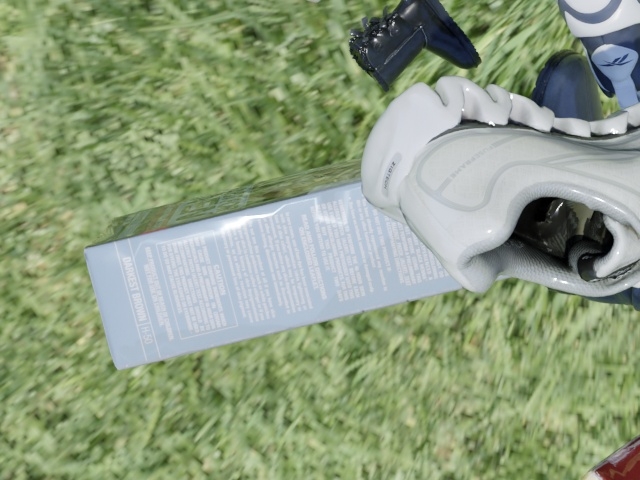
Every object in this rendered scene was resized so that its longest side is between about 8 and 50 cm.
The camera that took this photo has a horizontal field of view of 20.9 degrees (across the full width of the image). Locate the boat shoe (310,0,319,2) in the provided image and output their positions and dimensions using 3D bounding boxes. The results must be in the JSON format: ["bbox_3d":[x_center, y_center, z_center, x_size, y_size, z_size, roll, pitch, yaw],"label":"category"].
[{"bbox_3d":[-0.008,-0.301,1.420,0.065,0.075,0.206,13,84,-18],"label":"boat shoe"}]

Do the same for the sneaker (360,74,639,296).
[{"bbox_3d":[0.171,-0.019,0.939,0.292,0.118,0.110,-4,125,-22],"label":"sneaker"}]

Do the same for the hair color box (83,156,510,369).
[{"bbox_3d":[0.000,0.000,1.504,0.375,0.185,0.113,-13,99,3],"label":"hair color box"}]

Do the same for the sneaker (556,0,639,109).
[{"bbox_3d":[0.272,-0.191,1.448,0.094,0.235,0.153,-10,117,24],"label":"sneaker"}]

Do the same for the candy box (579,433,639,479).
[{"bbox_3d":[0.120,0.229,0.918,0.087,0.183,0.316,45,120,18],"label":"candy box"}]

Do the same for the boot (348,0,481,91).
[{"bbox_3d":[0.093,-0.189,1.727,0.099,0.045,0.121,-45,120,-4],"label":"boot"}]

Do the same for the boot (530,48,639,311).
[{"bbox_3d":[0.271,-0.042,1.506,0.161,0.083,0.246,17,126,41],"label":"boot"}]
